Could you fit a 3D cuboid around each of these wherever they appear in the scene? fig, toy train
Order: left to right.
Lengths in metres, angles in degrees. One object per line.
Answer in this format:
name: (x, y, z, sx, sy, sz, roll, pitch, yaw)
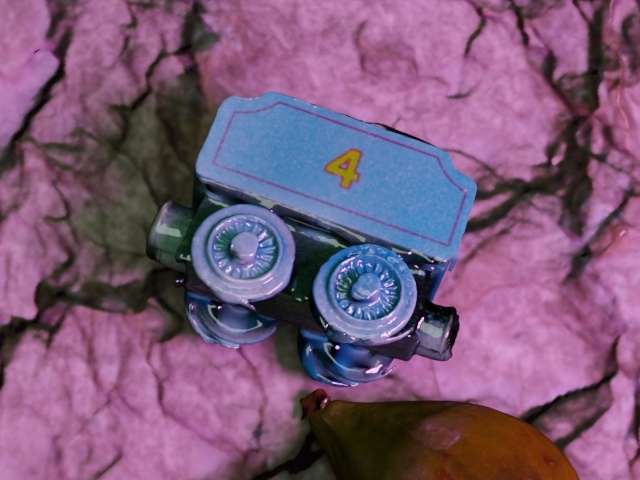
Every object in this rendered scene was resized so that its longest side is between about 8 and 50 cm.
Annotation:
toy train: (0.000, 0.000, 0.973, 0.198, 0.107, 0.154, 19, 63, 2)
fig: (0.060, 0.147, 0.926, 0.185, 0.126, 0.133, 32, 87, 5)
